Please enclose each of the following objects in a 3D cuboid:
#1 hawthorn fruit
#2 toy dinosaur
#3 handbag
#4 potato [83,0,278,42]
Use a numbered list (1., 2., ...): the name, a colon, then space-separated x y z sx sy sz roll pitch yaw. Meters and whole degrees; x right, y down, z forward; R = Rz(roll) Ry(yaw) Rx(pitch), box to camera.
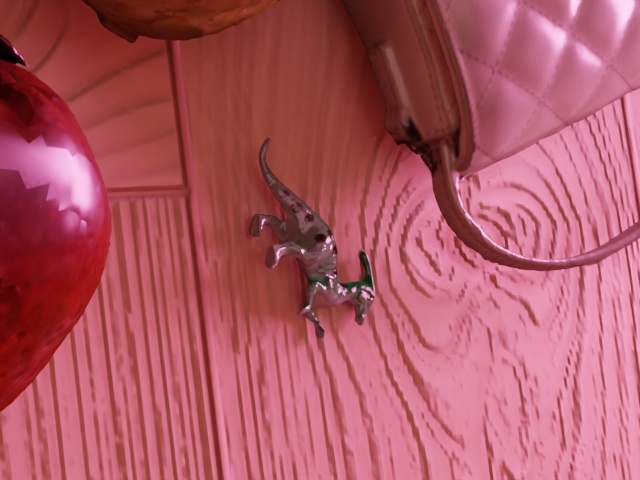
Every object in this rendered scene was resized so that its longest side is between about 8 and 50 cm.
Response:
1. hawthorn fruit: -0.148 0.008 0.487 0.148 0.148 0.172 19 99 -27
2. toy dinosaur: 0.000 0.000 0.632 0.062 0.021 0.083 8 81 -37
3. handbag: 0.129 -0.108 0.698 0.256 0.079 0.219 -27 99 -30
4. potato: -0.025 -0.196 0.571 0.143 0.169 0.248 39 60 -48
